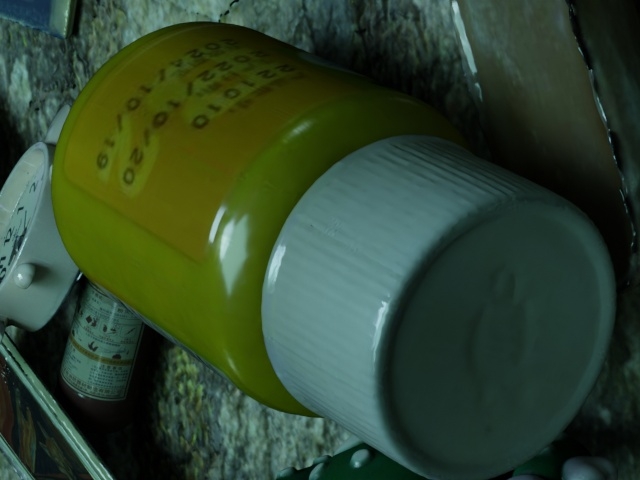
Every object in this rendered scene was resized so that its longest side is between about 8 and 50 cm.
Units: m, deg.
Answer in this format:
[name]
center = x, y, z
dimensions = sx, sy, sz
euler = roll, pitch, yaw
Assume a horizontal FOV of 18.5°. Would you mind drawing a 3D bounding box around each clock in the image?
[clock]
center = -0.231, -0.002, 1.625
dimensions = 0.155, 0.063, 0.229
euler = -12, 60, 63

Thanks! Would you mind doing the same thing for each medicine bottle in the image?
[medicine bottle]
center = 0.000, 0.000, 1.295
dimensions = 0.384, 0.224, 0.224
euler = 29, 121, 51

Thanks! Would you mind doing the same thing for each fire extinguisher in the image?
[fire extinguisher]
center = -0.153, 0.056, 1.614
dimensions = 0.099, 0.071, 0.231
euler = 32, 121, 22

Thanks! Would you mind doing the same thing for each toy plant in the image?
[toy plant]
center = 0.066, 0.172, 1.310
dimensions = 0.232, 0.243, 0.112
euler = 173, 83, -71

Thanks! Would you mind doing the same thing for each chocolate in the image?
[chocolate]
center = 0.167, -0.092, 1.256
dimensions = 0.161, 0.083, 0.261
euler = -1, 104, 65

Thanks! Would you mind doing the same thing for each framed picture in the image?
[framed picture]
center = -0.237, 0.188, 1.706
dimensions = 0.273, 0.016, 0.216
euler = 48, 154, 25

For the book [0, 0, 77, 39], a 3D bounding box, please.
[book]
center = -0.327, -0.321, 1.660
dimensions = 0.322, 0.018, 0.228
euler = 22, 116, 22
